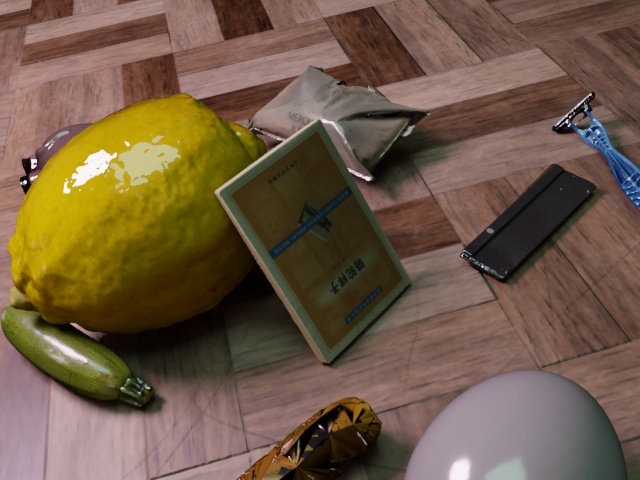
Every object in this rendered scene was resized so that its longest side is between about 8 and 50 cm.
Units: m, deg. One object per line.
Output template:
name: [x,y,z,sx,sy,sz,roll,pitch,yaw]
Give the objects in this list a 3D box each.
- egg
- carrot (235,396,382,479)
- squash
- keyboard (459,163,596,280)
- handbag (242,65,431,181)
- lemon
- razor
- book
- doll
egg: [0.166,0.207,0.599,0.176,0.176,0.232,15,43,25]
carrot: [-0.038,0.238,0.691,0.229,0.068,0.069,-34,47,-23]
squash: [-0.308,0.136,0.853,0.252,0.066,0.066,22,51,30]
keyboard: [0.283,-0.026,0.952,0.072,0.023,0.231,34,58,30]
handbag: [0.026,-0.192,1.116,0.271,0.117,0.182,27,67,34]
lemon: [-0.210,-0.024,0.870,0.286,0.285,0.316,21,86,30]
razor: [0.423,-0.117,1.010,0.082,0.042,0.253,-46,36,25]
book: [0.000,0.000,0.832,0.170,0.241,0.018,-41,18,-30]
doll: [-0.343,-0.133,1.121,0.258,0.117,0.182,-17,44,-7]
